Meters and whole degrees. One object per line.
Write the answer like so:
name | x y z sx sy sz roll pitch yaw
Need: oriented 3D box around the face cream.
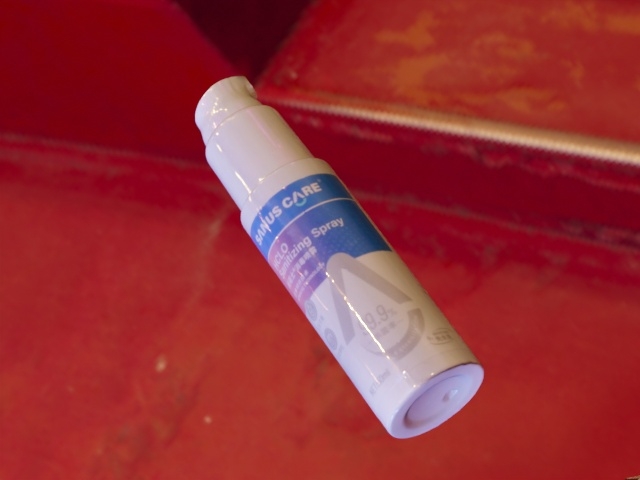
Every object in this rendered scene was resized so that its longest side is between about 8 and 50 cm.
face cream | 0.000 0.000 0.490 0.034 0.034 0.130 -39 61 6

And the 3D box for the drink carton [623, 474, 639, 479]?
drink carton | 0.397 0.337 1.797 0.071 0.056 0.166 -13 82 -11
